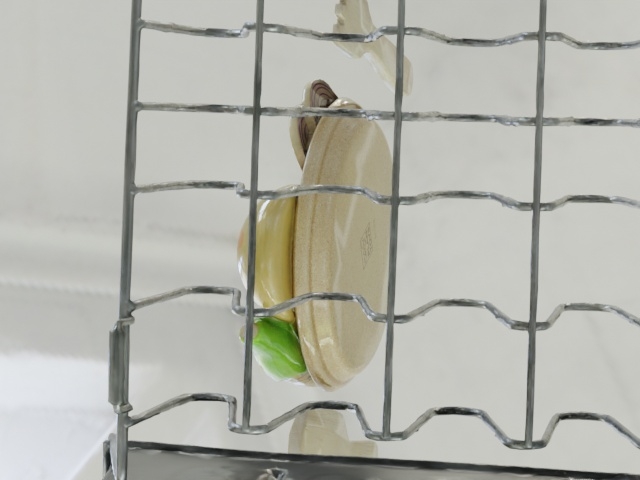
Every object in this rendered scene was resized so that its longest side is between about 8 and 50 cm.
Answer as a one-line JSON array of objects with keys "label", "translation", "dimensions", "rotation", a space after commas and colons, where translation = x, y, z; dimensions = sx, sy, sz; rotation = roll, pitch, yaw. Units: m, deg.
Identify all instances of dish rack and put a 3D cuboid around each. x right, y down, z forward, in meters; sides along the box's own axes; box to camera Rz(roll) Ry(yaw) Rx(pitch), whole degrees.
[{"label": "dish rack", "translation": [0.040, -0.026, 0.472], "dimensions": [0.208, 0.271, 0.074], "rotation": [3, -177, 5]}]

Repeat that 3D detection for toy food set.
[{"label": "toy food set", "translation": [0.000, 0.000, 0.717], "dimensions": [0.132, 0.038, 0.192], "rotation": [34, -120, -70]}]
